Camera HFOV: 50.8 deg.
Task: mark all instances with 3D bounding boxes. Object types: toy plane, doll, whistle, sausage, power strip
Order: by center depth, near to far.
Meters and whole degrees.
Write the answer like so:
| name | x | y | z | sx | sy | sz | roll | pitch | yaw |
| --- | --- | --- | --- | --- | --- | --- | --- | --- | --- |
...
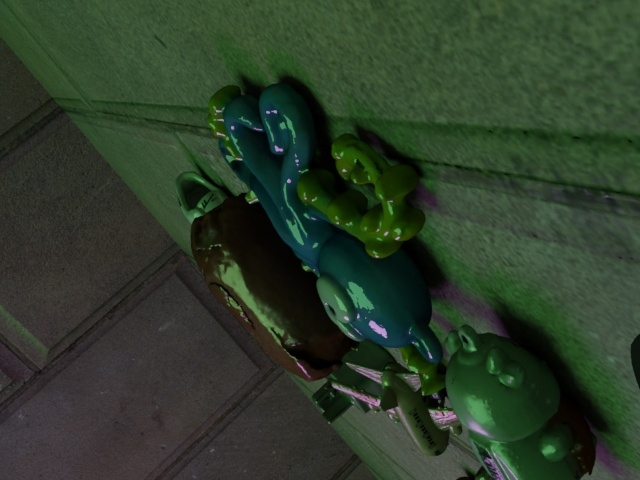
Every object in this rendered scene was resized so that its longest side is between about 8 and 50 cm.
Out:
| name | x | y | z | sx | sy | sz | roll | pitch | yaw |
| --- | --- | --- | --- | --- | --- | --- | --- | --- | --- |
| whistle | 0.185 | 0.172 | 0.605 | 0.253 | 0.106 | 0.101 | 59 | -166 | -18 |
| doll | 0.000 | 0.000 | 0.684 | 0.341 | 0.099 | 0.346 | 41 | 161 | 25 |
| toy plane | 0.129 | 0.219 | 0.892 | 0.229 | 0.092 | 0.244 | 2 | 151 | 32 |
| sausage | -0.056 | 0.059 | 0.909 | 0.279 | 0.152 | 0.152 | 50 | 166 | -7 |
| power strip | -0.001 | 0.191 | 1.147 | 0.261 | 0.141 | 0.229 | 39 | 165 | 40 |

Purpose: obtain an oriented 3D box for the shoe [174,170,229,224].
| name | x | y | z | sx | sy | sz | roll | pitch | yaw |
| --- | --- | --- | --- | --- | --- | --- | --- | --- | --- |
| shoe | -0.165 | -0.024 | 1.128 | 0.265 | 0.095 | 0.110 | 39 | 163 | 40 |

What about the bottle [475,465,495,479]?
| name | x | y | z | sx | sy | sz | roll | pitch | yaw |
| --- | --- | --- | --- | --- | --- | --- | --- | --- | --- |
| bottle | 0.276 | 0.366 | 0.977 | 0.101 | 0.047 | 0.063 | 42 | 175 | 13 |

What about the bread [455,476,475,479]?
| name | x | y | z | sx | sy | sz | roll | pitch | yaw |
| --- | --- | --- | --- | --- | --- | --- | --- | --- | --- |
| bread | 0.351 | 0.601 | 1.192 | 0.328 | 0.148 | 0.337 | 55 | 164 | -26 |

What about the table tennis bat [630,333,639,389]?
| name | x | y | z | sx | sy | sz | roll | pitch | yaw |
| --- | --- | --- | --- | --- | --- | --- | --- | --- | --- |
| table tennis bat | 0.274 | 0.143 | 0.424 | 0.246 | 0.022 | 0.138 | 56 | 163 | -28 |
